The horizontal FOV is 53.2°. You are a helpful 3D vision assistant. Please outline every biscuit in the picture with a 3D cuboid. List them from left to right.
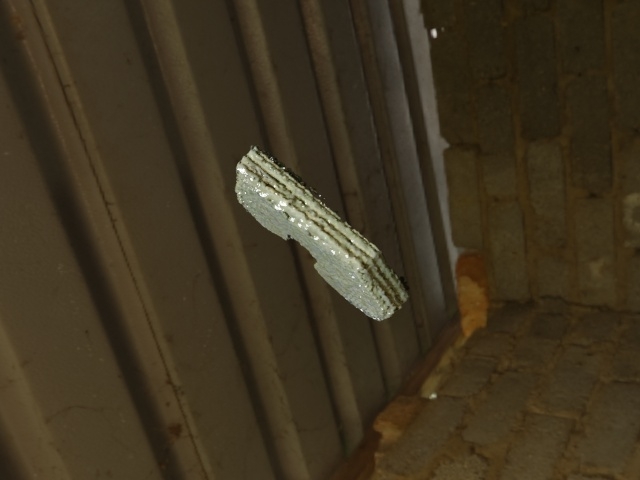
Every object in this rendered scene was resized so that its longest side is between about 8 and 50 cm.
[{"bbox_3d":[0.000,0.000,0.754,0.250,0.147,0.046,41,-105,2],"label":"biscuit"}]
